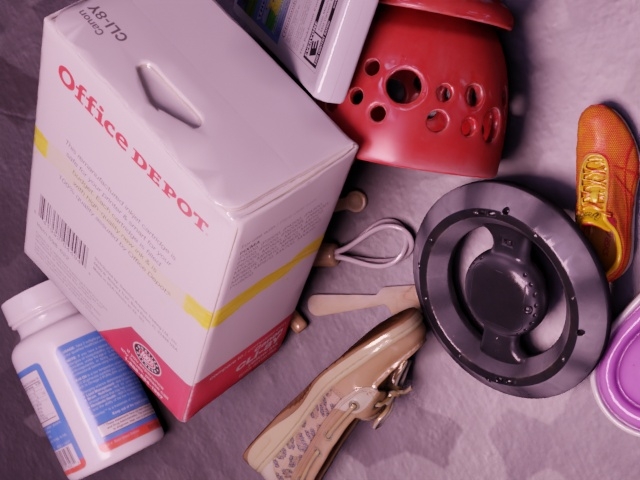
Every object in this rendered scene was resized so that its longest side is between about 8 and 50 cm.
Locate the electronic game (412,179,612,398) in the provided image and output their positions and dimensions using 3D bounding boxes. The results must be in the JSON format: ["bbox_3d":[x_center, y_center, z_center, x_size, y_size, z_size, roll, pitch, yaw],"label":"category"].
[{"bbox_3d":[0.186,0.050,1.423,0.229,0.048,0.229,19,121,35],"label":"electronic game"}]

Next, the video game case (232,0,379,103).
[{"bbox_3d":[0.015,-0.329,1.364,0.329,0.036,0.300,-71,25,18],"label":"video game case"}]

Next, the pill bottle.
[{"bbox_3d":[-0.281,0.155,1.663,0.124,0.124,0.221,-27,86,28],"label":"pill bottle"}]

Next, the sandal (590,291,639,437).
[{"bbox_3d":[0.388,0.024,1.310,0.169,0.102,0.416,33,113,18],"label":"sandal"}]

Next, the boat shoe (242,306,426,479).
[{"bbox_3d":[0.030,0.176,1.529,0.089,0.104,0.285,48,126,7],"label":"boat shoe"}]

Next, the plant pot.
[{"bbox_3d":[0.093,-0.159,1.385,0.191,0.191,0.174,13,96,24],"label":"plant pot"}]

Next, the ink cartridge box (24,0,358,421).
[{"bbox_3d":[-0.144,-0.040,1.434,0.279,0.160,0.385,46,148,17],"label":"ink cartridge box"}]

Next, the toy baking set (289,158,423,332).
[{"bbox_3d":[-0.006,0.003,1.547,0.197,0.030,0.256,-38,81,27],"label":"toy baking set"}]

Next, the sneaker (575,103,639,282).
[{"bbox_3d":[0.273,-0.044,1.377,0.064,0.067,0.175,-3,96,29],"label":"sneaker"}]
